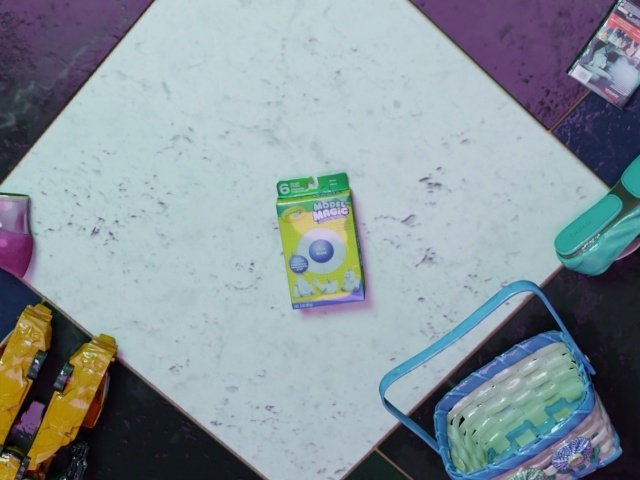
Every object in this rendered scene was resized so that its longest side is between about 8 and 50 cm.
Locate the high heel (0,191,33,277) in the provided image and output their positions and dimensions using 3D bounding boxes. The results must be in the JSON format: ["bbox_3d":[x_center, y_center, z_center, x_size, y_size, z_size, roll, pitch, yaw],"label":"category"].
[{"bbox_3d":[-0.517,-0.012,1.583,0.244,0.082,0.117,3,98,-11],"label":"high heel"}]

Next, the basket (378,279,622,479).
[{"bbox_3d":[0.254,0.213,1.551,0.254,0.201,0.289,-38,112,14],"label":"basket"}]

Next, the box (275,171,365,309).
[{"bbox_3d":[0.000,0.000,1.581,0.105,0.043,0.179,-8,105,5],"label":"box"}]

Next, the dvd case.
[{"bbox_3d":[0.390,-0.242,1.501,0.087,0.013,0.119,31,105,-7],"label":"dvd case"}]

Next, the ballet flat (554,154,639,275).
[{"bbox_3d":[0.421,-0.045,1.537,0.247,0.083,0.087,-44,125,14],"label":"ballet flat"}]

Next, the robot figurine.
[{"bbox_3d":[-0.409,0.248,1.656,0.211,0.085,0.291,26,106,-5],"label":"robot figurine"}]
